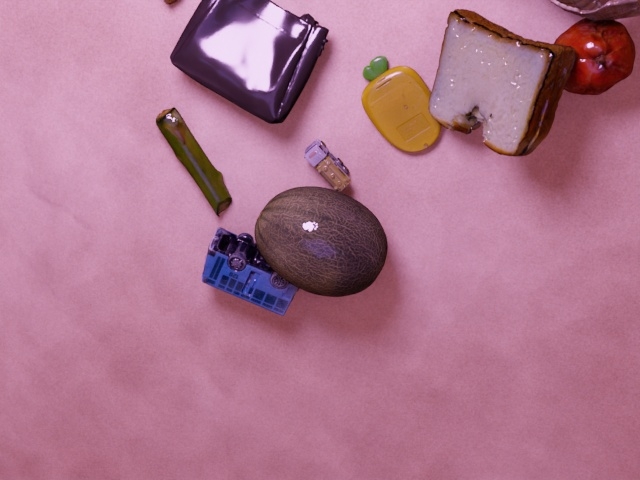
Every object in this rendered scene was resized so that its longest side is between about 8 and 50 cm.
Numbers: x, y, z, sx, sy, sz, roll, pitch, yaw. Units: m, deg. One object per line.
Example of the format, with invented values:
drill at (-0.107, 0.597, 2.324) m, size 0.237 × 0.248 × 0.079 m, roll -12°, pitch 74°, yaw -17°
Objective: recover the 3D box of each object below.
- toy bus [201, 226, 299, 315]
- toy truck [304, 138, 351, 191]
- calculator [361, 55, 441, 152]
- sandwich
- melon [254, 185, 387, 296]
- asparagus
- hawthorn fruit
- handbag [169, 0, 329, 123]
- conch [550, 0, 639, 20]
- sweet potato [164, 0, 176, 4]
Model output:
toy bus at (-0.166, 0.076, 2.009) m, size 0.234 × 0.116 × 0.133 m, roll 23°, pitch 123°, yaw -6°
toy truck at (0.017, -0.169, 1.916) m, size 0.052 × 0.063 × 0.123 m, roll -39°, pitch 104°, yaw 20°
calculator at (0.175, -0.300, 1.859) m, size 0.146 × 0.032 × 0.235 m, roll -33°, pitch 108°, yaw 18°
sandwich at (0.361, -0.316, 1.725) m, size 0.273 × 0.095 × 0.249 m, roll 33°, pitch 121°, yaw 35°
melon at (0.000, 0.000, 1.895) m, size 0.302 × 0.237 × 0.237 m, roll 22°, pitch 114°, yaw -4°
asparagus at (-0.288, -0.181, 1.946) m, size 0.067 × 0.060 × 0.277 m, roll -32°, pitch 107°, yaw 7°
hawthorn fruit at (0.563, -0.373, 1.712) m, size 0.173 × 0.179 × 0.173 m, roll -6°, pitch 105°, yaw -24°
handbag at (-0.148, -0.416, 1.803) m, size 0.285 × 0.113 × 0.257 m, roll 32°, pitch 107°, yaw 0°
conch at (0.573, -0.521, 1.625) m, size 0.324 × 0.263 × 0.186 m, roll -13°, pitch 134°, yaw 46°
sweet potato at (-0.435, -0.649, 1.740) m, size 0.385 × 0.109 × 0.109 m, roll 40°, pitch 111°, yaw -12°
